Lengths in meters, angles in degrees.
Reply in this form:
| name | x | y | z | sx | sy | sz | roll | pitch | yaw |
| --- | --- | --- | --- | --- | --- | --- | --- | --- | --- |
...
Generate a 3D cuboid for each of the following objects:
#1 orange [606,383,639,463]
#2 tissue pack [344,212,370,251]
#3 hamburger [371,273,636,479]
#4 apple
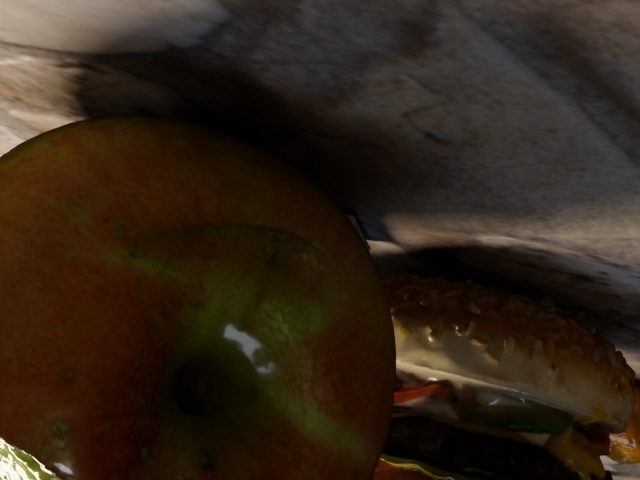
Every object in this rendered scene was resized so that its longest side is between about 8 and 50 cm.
| name | x | y | z | sx | sy | sz | roll | pitch | yaw |
| --- | --- | --- | --- | --- | --- | --- | --- | --- | --- |
| orange | 0.286 | 0.169 | 1.600 | 0.083 | 0.070 | 0.083 | 21 | 154 | 11 |
| tissue pack | 0.000 | 0.000 | 1.294 | 0.063 | 0.035 | 0.083 | 9 | 166 | 13 |
| hamburger | 0.117 | 0.148 | 1.370 | 0.291 | 0.225 | 0.291 | 14 | 172 | 2 |
| apple | -0.124 | 0.082 | 1.138 | 0.339 | 0.339 | 0.339 | 12 | 165 | 3 |
